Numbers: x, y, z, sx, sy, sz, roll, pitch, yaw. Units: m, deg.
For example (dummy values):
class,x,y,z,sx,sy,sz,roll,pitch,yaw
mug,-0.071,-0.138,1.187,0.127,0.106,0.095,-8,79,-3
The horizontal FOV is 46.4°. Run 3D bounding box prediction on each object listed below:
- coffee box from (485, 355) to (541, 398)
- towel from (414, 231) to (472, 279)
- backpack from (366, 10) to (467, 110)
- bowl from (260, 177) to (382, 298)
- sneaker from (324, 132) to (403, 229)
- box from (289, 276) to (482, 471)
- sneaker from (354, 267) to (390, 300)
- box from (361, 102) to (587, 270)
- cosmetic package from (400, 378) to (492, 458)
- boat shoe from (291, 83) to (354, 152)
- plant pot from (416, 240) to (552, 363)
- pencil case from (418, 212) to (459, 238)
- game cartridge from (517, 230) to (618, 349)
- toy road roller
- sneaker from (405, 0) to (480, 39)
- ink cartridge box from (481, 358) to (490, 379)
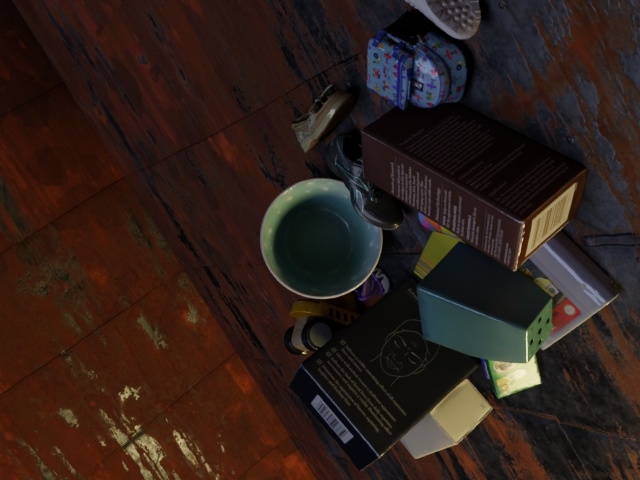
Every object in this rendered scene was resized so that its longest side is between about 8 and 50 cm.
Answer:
class,x,y,z,sx,sy,sz,roll,pitch,yaw
coffee box,0.438,0.273,1.721,0.040,0.113,0.184,-106,-5,-60
towel,0.294,0.044,1.790,0.102,0.021,0.237,40,151,16
backpack,0.185,-0.319,1.407,0.173,0.117,0.158,39,151,24
bowl,0.000,0.000,1.967,0.311,0.311,0.163,52,175,3
sneaker,0.108,-0.141,1.779,0.267,0.101,0.106,51,152,5
box,0.168,0.342,1.934,0.293,0.395,0.212,49,155,13
sneaker,0.084,0.075,2.086,0.236,0.104,0.095,48,155,15
box,0.275,-0.126,1.407,0.381,0.191,0.143,37,150,32
cosmetic package,0.342,0.516,2.133,0.113,0.160,0.309,50,153,10
boat shoe,-0.006,-0.294,1.777,0.089,0.104,0.285,51,155,-1
plant pot,0.349,0.145,1.546,0.234,0.165,0.165,24,142,36
pencil case,0.310,-0.048,1.555,0.236,0.104,0.104,23,141,47
game cartridge,0.461,0.101,1.537,0.196,0.060,0.294,51,155,15
toy road roller,0.065,0.255,2.295,0.330,0.240,0.202,20,161,-18
sneaker,0.190,-0.437,1.307,0.235,0.090,0.095,53,168,11
ink cartridge box,0.429,0.264,1.799,0.097,0.046,0.207,22,140,50
